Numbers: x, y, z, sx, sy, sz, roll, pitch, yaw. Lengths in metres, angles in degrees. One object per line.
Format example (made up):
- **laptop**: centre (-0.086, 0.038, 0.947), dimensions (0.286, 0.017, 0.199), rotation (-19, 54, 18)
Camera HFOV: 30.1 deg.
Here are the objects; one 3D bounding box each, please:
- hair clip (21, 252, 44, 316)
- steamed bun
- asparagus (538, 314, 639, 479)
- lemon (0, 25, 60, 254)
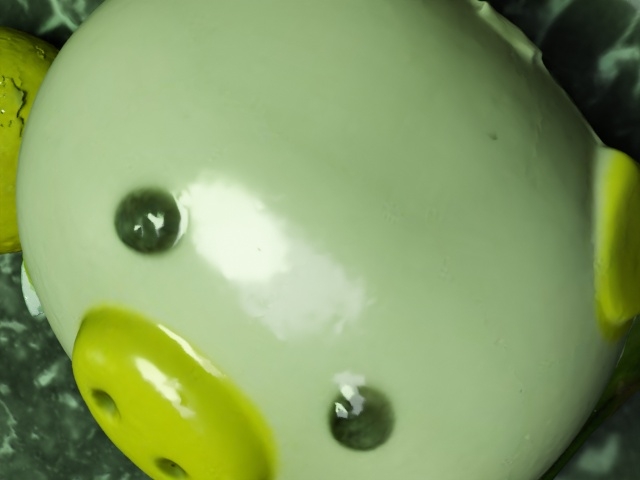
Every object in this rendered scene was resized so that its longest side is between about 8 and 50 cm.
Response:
- **hair clip**: centre (-0.177, -0.001, 0.942), dimensions (0.188, 0.033, 0.060), rotation (-28, 94, 32)
- **steamed bun**: centre (0.002, -0.003, 0.707), dimensions (0.374, 0.334, 0.334), rotation (41, 119, -1)
- **asparagus**: centre (0.179, 0.094, 0.808), dimensions (0.067, 0.060, 0.277), rotation (25, 119, -15)
- **lemon**: centre (-0.242, -0.073, 0.868), dimensions (0.206, 0.173, 0.173), rotation (0, 110, -1)
